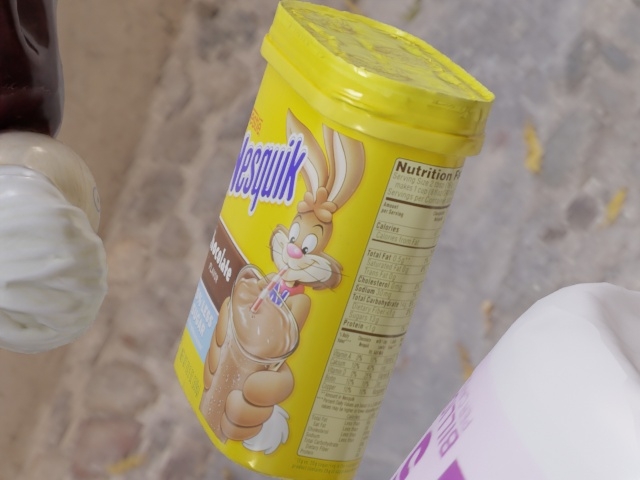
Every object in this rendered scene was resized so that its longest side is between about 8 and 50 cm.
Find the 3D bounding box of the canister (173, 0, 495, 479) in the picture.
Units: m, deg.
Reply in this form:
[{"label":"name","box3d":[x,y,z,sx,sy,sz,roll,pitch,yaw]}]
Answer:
[{"label":"canister","box3d":[0.000,0.000,0.795,0.126,0.073,0.170,-130,55,-63]}]

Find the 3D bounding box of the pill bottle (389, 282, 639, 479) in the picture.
[{"label":"pill bottle","box3d":[0.033,0.173,0.452,0.301,0.169,0.169,-55,44,14]}]

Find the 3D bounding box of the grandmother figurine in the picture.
[{"label":"grandmother figurine","box3d":[-0.146,-0.115,0.877,0.104,0.208,0.342,-8,69,1]}]
